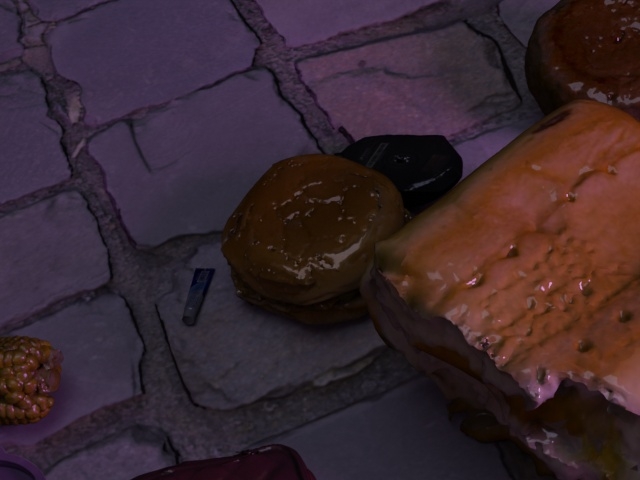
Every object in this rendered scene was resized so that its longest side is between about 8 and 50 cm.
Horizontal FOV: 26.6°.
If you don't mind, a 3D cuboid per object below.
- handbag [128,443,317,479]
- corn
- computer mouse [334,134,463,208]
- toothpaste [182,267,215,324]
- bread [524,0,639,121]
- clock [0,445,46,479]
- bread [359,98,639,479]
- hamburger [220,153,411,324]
[{"bbox_3d":[-0.099,0.286,1.244,0.225,0.135,0.146,-13,44,2],"label":"handbag"},{"bbox_3d":[-0.419,0.147,1.451,0.291,0.101,0.101,2,50,12],"label":"corn"},{"bbox_3d":[0.093,-0.079,1.580,0.172,0.057,0.099,12,53,35],"label":"computer mouse"},{"bbox_3d":[-0.139,0.060,1.529,0.024,0.015,0.083,0,44,13],"label":"toothpaste"},{"bbox_3d":[0.353,-0.193,1.583,0.230,0.123,0.230,-2,52,3],"label":"bread"},{"bbox_3d":[-0.348,0.278,1.353,0.152,0.050,0.110,-40,54,-23],"label":"clock"},{"bbox_3d":[0.282,0.065,1.296,0.394,0.250,0.361,-37,55,-25],"label":"bread"},{"bbox_3d":[0.001,-0.001,1.499,0.213,0.108,0.214,-9,46,9],"label":"hamburger"}]
